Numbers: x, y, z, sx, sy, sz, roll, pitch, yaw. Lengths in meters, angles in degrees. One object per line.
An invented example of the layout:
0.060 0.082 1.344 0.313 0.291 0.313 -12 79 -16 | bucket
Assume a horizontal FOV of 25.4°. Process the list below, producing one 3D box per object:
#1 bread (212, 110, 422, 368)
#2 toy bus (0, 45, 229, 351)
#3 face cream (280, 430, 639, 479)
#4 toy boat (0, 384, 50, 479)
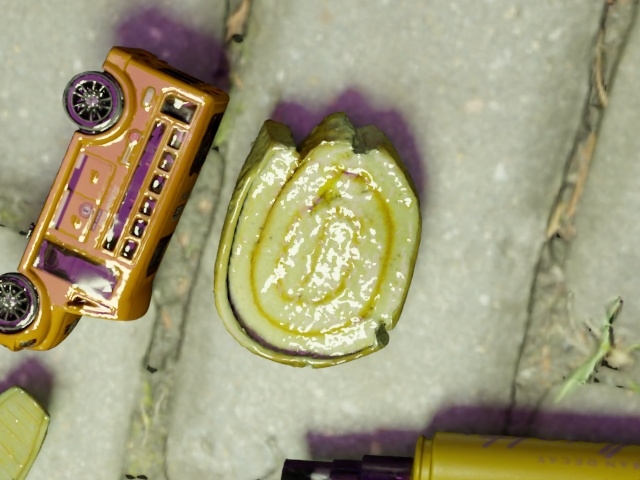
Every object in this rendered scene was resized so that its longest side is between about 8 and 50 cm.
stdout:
0.000 0.000 0.852 0.118 0.064 0.156 16 98 1 | bread
-0.128 -0.016 0.856 0.088 0.083 0.194 25 99 3 | toy bus
0.112 0.156 0.851 0.273 0.078 0.078 3 98 7 | face cream
-0.232 0.159 0.903 0.065 0.066 0.172 44 100 3 | toy boat
